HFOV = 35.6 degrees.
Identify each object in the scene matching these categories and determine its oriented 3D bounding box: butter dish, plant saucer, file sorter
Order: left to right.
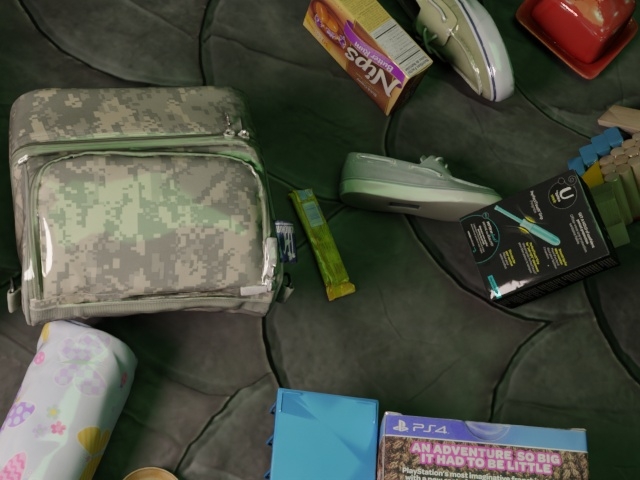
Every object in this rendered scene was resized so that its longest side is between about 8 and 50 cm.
[{"bbox_3d":[-0.195,0.302,1.138,0.083,0.015,0.084,5,67,-12],"label":"plant saucer"},{"bbox_3d":[-0.007,0.271,1.147,0.118,0.104,0.170,9,67,-11],"label":"file sorter"},{"bbox_3d":[0.405,-0.354,1.495,0.160,0.118,0.160,42,64,6],"label":"butter dish"}]

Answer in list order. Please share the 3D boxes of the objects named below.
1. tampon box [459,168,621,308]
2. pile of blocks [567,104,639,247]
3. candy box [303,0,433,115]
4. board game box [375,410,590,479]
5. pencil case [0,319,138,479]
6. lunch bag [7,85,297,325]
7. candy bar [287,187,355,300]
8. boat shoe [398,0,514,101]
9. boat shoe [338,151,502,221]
[{"bbox_3d":[0.284,0.001,1.288,0.161,0.101,0.121,-24,72,20],"label":"tampon box"},{"bbox_3d":[0.458,-0.109,1.432,0.362,0.149,0.113,-39,125,-15],"label":"pile of blocks"},{"bbox_3d":[0.063,-0.275,1.384,0.053,0.109,0.187,-36,81,-23],"label":"candy box"},{"bbox_3d":[0.171,0.358,1.101,0.232,0.141,0.291,6,61,-1],"label":"board game box"},{"bbox_3d":[-0.301,0.220,1.092,0.124,0.113,0.273,12,64,13],"label":"pencil case"},{"bbox_3d":[-0.198,-0.024,1.135,0.305,0.213,0.256,-2,54,-16],"label":"lunch bag"},{"bbox_3d":[0.000,0.000,1.307,0.040,0.018,0.162,-16,72,-23],"label":"candy bar"},{"bbox_3d":[0.179,-0.315,1.445,0.094,0.109,0.302,-24,66,-6],"label":"boat shoe"},{"bbox_3d":[0.138,-0.079,1.339,0.227,0.079,0.081,7,71,-7],"label":"boat shoe"}]
